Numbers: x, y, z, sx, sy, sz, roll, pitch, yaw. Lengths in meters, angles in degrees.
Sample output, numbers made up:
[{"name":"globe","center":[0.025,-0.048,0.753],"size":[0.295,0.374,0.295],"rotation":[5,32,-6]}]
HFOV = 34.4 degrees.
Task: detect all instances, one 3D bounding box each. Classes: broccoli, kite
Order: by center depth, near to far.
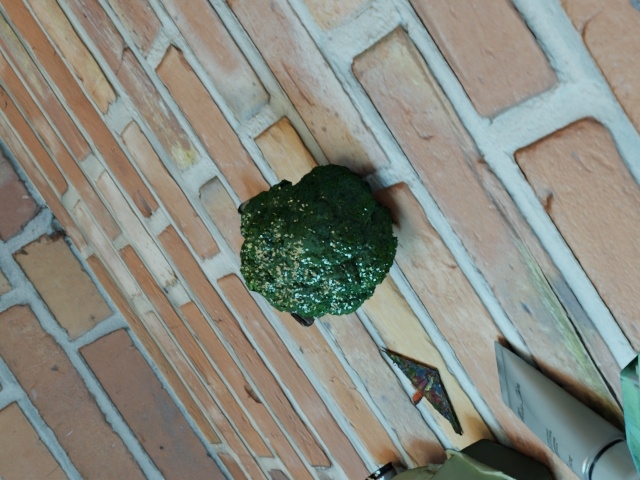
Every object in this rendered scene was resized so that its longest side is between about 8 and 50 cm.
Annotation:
[{"name":"broccoli","center":[0.000,0.000,1.684],"size":[0.270,0.270,0.270],"rotation":[49,-173,13]},{"name":"kite","center":[0.190,0.269,1.923],"size":[0.232,0.009,0.189],"rotation":[49,157,16]}]

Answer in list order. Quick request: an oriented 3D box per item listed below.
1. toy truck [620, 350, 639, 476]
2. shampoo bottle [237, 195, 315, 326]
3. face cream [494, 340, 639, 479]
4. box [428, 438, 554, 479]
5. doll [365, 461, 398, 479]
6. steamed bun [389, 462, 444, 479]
[{"name":"toy truck","center":[0.435,0.191,1.177],"size":[0.156,0.155,0.279],"rotation":[39,154,50]},{"name":"shampoo bottle","center":[-0.074,0.048,2.054],"size":[0.153,0.071,0.284],"rotation":[30,149,40]},{"name":"face cream","center":[0.363,0.272,1.527],"size":[0.314,0.089,0.143],"rotation":[43,156,51]},{"name":"box","center":[0.319,0.499,1.786],"size":[0.220,0.166,0.291],"rotation":[16,136,55]},{"name":"doll","center":[0.194,0.604,2.230],"size":[0.257,0.117,0.182],"rotation":[50,158,11]},{"name":"steamed bun","center":[0.210,0.508,2.025],"size":[0.238,0.169,0.153],"rotation":[-12,91,62]}]
